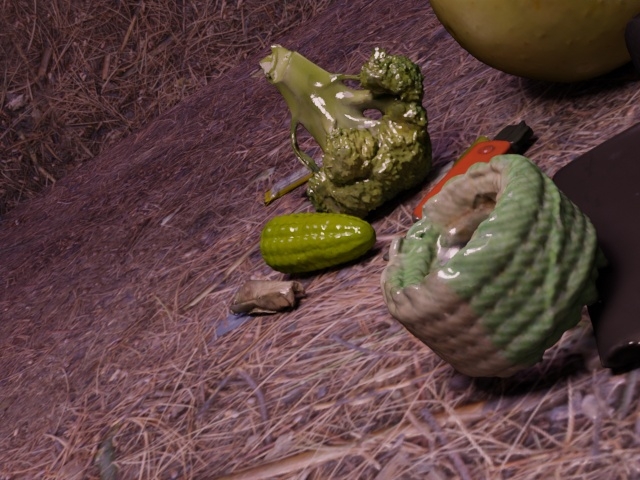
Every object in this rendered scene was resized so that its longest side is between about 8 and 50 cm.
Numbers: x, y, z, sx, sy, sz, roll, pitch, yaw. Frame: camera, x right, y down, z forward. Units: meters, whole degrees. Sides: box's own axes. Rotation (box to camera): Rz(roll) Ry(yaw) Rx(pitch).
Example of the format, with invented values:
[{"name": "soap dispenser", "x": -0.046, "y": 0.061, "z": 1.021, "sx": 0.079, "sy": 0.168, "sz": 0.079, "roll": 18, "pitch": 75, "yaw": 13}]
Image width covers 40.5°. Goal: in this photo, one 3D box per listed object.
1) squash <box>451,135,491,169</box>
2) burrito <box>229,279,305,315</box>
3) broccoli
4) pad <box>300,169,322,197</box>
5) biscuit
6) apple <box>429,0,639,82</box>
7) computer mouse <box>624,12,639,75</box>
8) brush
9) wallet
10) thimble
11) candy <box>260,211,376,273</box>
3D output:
[{"name": "squash", "x": 0.230, "y": -0.126, "z": 1.334, "sx": 0.083, "sy": 0.027, "sz": 0.027, "roll": -44, "pitch": 23, "yaw": -20}, {"name": "burrito", "x": -0.083, "y": 0.086, "z": 1.333, "sx": 0.149, "sy": 0.041, "sz": 0.055, "roll": -11, "pitch": 46, "yaw": 47}, {"name": "broccoli", "x": 0.049, "y": -0.183, "z": 1.354, "sx": 0.254, "sy": 0.302, "sz": 0.186, "roll": -19, "pitch": 22, "yaw": 29}, {"name": "pad", "x": 0.054, "y": -0.147, "z": 1.625, "sx": 0.127, "sy": 0.004, "sz": 0.190, "roll": 2, "pitch": 47, "yaw": 48}, {"name": "biscuit", "x": 0.007, "y": -0.152, "z": 1.714, "sx": 0.291, "sy": 0.026, "sz": 0.048, "roll": -28, "pitch": 27, "yaw": 18}, {"name": "apple", "x": 0.365, "y": -0.458, "z": 1.289, "sx": 0.473, "sy": 0.474, "sz": 0.474, "roll": -30, "pitch": 22, "yaw": 14}, {"name": "computer mouse", "x": 0.463, "y": -0.201, "z": 0.969, "sx": 0.087, "sy": 0.168, "sz": 0.295, "roll": -48, "pitch": 25, "yaw": -14}, {"name": "brush", "x": 0.197, "y": -0.064, "z": 1.233, "sx": 0.323, "sy": 0.051, "sz": 0.070, "roll": -42, "pitch": 29, "yaw": -24}, {"name": "wallet", "x": 0.352, "y": -0.018, "z": 0.907, "sx": 0.197, "sy": 0.051, "sz": 0.378, "roll": -29, "pitch": 24, "yaw": 22}, {"name": "thimble", "x": 0.171, "y": 0.030, "z": 0.888, "sx": 0.219, "sy": 0.150, "sz": 0.219, "roll": -45, "pitch": 15, "yaw": 15}, {"name": "candy", "x": 0.000, "y": 0.000, "z": 1.329, "sx": 0.209, "sy": 0.097, "sz": 0.097, "roll": -6, "pitch": 35, "yaw": 42}]
